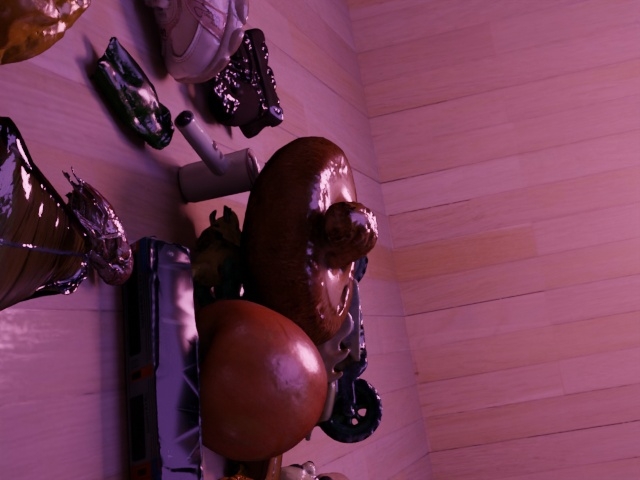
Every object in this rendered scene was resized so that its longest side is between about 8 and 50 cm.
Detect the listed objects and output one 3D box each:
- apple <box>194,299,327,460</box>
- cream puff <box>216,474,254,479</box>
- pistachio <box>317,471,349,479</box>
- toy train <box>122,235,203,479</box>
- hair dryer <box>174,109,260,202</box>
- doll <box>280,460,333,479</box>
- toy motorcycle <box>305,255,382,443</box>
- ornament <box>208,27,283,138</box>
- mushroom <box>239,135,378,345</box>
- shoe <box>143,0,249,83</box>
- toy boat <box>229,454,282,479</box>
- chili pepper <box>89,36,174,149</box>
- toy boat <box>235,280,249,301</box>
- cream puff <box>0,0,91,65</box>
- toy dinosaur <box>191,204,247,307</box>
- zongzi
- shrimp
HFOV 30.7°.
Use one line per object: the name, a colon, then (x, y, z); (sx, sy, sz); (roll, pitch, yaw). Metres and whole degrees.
apple: (-0.118, 0.203, 1.752); (0.253, 0.254, 0.253); (-11, 90, -76)
cream puff: (-0.120, 0.437, 1.815); (0.126, 0.103, 0.143); (34, 52, -72)
pistachio: (0.009, 0.529, 2.219); (0.124, 0.125, 0.184); (64, 18, -45)
toy train: (-0.223, 0.199, 1.626); (0.086, 0.089, 0.409); (17, 60, -45)
hair dryer: (-0.195, -0.140, 1.917); (0.236, 0.131, 0.073); (55, 25, -63)
doll: (-0.045, 0.492, 2.033); (0.135, 0.144, 0.234); (100, -10, -52)
toy motorcycle: (-0.012, 0.182, 2.196); (0.169, 0.237, 0.409); (82, 1, -78)
ornament: (-0.184, -0.329, 2.227); (0.260, 0.106, 0.251); (22, 50, -63)
mushroom: (-0.024, -0.003, 1.951); (0.345, 0.239, 0.345); (-59, 170, -16)
shoe: (-0.240, -0.447, 1.978); (0.198, 0.172, 0.350); (10, 86, -37)
toy boat: (-0.116, 0.310, 1.933); (0.121, 0.089, 0.321); (24, 66, -60)
chili pepper: (-0.284, -0.219, 1.784); (0.224, 0.061, 0.098); (62, 28, -55)
toy boat: (-0.139, 0.144, 2.078); (0.104, 0.052, 0.210); (55, 32, -53)
cream puff: (-0.332, -0.365, 1.316); (0.324, 0.257, 0.291); (-20, 94, -76)
toy dinosaur: (-0.177, 0.050, 1.949); (0.259, 0.094, 0.153); (-55, 133, -61)
zongzi: (-0.352, 0.053, 1.191); (0.286, 0.139, 0.299); (70, 28, -61)
shrimp: (-0.300, -0.019, 1.547); (0.073, 0.075, 0.190); (-59, 145, -42)
